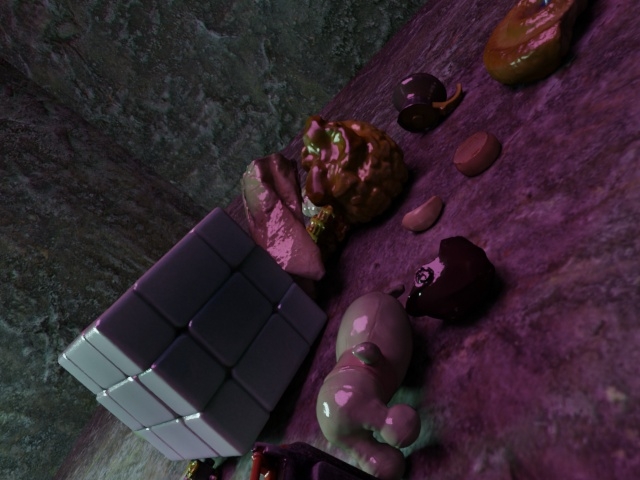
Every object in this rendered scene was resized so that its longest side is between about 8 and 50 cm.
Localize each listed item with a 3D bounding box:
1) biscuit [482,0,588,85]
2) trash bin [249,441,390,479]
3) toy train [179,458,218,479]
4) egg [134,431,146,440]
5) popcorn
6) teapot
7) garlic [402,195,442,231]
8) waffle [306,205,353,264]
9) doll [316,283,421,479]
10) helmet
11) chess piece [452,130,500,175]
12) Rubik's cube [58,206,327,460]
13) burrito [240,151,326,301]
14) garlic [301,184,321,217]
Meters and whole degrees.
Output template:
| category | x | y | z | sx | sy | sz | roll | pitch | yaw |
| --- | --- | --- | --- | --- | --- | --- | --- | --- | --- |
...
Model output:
| category | x | y | z | sx | sy | sz | roll | pitch | yaw |
| --- | --- | --- | --- | --- | --- | --- | --- | --- | --- |
| biscuit | 0.411 | -0.409 | 0.897 | 0.213 | 0.091 | 0.274 | -20 | 38 | 55 |
| trash bin | -0.043 | 0.327 | 0.447 | 0.239 | 0.184 | 0.161 | -50 | 16 | 24 |
| toy train | -0.253 | 0.488 | 0.833 | 0.081 | 0.060 | 0.202 | -36 | 21 | 55 |
| egg | -0.391 | 0.366 | 1.157 | 0.218 | 0.218 | 0.295 | -47 | 28 | 15 |
| popcorn | 0.059 | -0.167 | 1.033 | 0.206 | 0.251 | 0.237 | -34 | 28 | 50 |
| teapot | 0.254 | -0.333 | 1.116 | 0.165 | 0.130 | 0.119 | -5 | 58 | 24 |
| garlic | 0.185 | -0.046 | 0.833 | 0.083 | 0.041 | 0.053 | -41 | 6 | 8 |
| waffle | 0.000 | 0.000 | 1.189 | 0.243 | 0.058 | 0.238 | -40 | 24 | 39 |
| doll | 0.060 | 0.153 | 0.593 | 0.275 | 0.113 | 0.155 | -77 | -4 | -55 |
| helmet | 0.171 | 0.058 | 0.588 | 0.070 | 0.098 | 0.123 | 30 | 85 | 41 |
| chess piece | 0.274 | -0.153 | 0.820 | 0.083 | 0.038 | 0.084 | -43 | 20 | 20 |
| Rubik's cube | -0.239 | 0.188 | 0.896 | 0.318 | 0.316 | 0.322 | -32 | 17 | 46 |
| burrito | -0.087 | -0.020 | 1.037 | 0.190 | 0.135 | 0.332 | 119 | 141 | -55 |
| garlic | 0.012 | -0.135 | 1.335 | 0.147 | 0.102 | 0.159 | -7 | 58 | 47 |
